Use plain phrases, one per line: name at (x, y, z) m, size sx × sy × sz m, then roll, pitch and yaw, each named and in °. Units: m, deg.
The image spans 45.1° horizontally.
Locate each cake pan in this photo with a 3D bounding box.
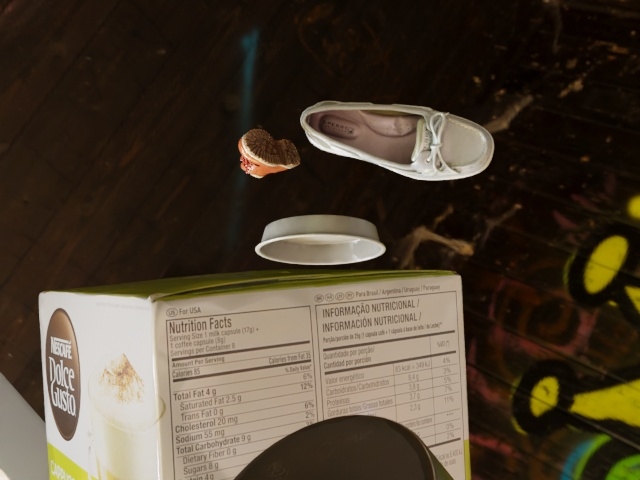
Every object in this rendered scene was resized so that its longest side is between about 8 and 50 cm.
cake pan at (0.000, 0.000, 1.739) m, size 0.293 × 0.293 × 0.054 m, roll 18°, pitch -113°, yaw -53°

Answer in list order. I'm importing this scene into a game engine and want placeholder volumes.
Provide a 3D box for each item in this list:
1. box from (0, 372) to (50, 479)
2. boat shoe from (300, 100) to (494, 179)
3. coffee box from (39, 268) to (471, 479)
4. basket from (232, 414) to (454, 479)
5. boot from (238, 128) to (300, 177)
box at (-0.630, 0.368, 1.212) m, size 0.345 × 0.168 × 0.215 m, roll -25°, pitch -61°, yaw 5°
boat shoe at (0.126, -0.169, 1.271) m, size 0.103 × 0.320 × 0.118 m, roll -40°, pitch -37°, yaw -81°
coffee box at (-0.078, 0.201, 0.811) m, size 0.338 × 0.337 × 0.334 m, roll -3°, pitch -90°, yaw -34°
basket at (0.046, 0.217, 0.409) m, size 0.227 × 0.204 × 0.154 m, roll 62°, pitch -158°, yaw -26°
boot at (-0.102, -0.133, 1.249) m, size 0.158 × 0.084 × 0.059 m, roll 12°, pitch -119°, yaw -66°
